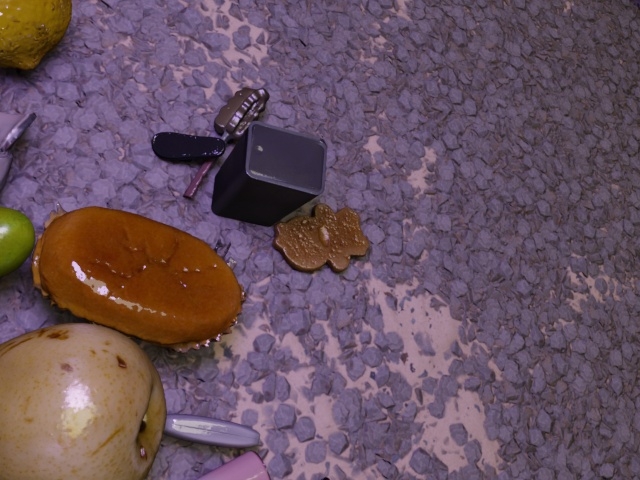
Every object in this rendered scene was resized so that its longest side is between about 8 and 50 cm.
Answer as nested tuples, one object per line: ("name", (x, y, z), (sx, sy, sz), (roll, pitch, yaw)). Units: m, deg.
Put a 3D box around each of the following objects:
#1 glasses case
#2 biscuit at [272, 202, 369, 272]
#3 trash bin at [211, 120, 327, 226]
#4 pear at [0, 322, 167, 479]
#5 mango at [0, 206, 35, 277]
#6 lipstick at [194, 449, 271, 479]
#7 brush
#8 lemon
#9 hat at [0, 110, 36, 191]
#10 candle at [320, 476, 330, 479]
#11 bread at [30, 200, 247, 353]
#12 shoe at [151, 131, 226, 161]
("glasses case", (-0.209, 0.357, 1.240), (0.197, 0.076, 0.049), (16, 69, -21))
("biscuit", (0.000, 0.000, 1.490), (0.226, 0.036, 0.166), (-17, 81, -27))
("trash bin", (-0.116, -0.124, 1.351), (0.164, 0.240, 0.122), (13, 68, -24))
("pear", (-0.402, 0.280, 1.047), (0.309, 0.309, 0.309), (9, 70, -24))
("mango", (-0.606, 0.015, 1.079), (0.273, 0.185, 0.149), (-5, 82, -16))
("lipstick", (-0.245, 0.486, 1.173), (0.327, 0.087, 0.087), (-20, 83, -31))
("brush", (-0.212, -0.215, 1.431), (0.071, 0.084, 0.301), (45, 66, -36))
("lemon", (-0.600, -0.462, 1.209), (0.258, 0.258, 0.310), (-22, 88, -31))
("hat", (-0.627, -0.164, 1.165), (0.232, 0.161, 0.275), (14, 42, -3))
("candle", (-0.058, 0.584, 1.253), (0.084, 0.059, 0.301), (42, 59, -20))
("bread", (-0.323, 0.078, 1.213), (0.389, 0.183, 0.236), (15, 65, -22))
("shoe", (-0.275, -0.192, 1.398), (0.159, 0.053, 0.062), (3, 78, 7))
